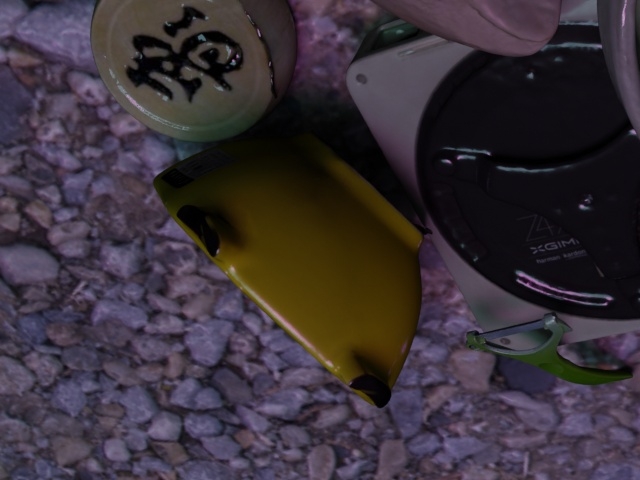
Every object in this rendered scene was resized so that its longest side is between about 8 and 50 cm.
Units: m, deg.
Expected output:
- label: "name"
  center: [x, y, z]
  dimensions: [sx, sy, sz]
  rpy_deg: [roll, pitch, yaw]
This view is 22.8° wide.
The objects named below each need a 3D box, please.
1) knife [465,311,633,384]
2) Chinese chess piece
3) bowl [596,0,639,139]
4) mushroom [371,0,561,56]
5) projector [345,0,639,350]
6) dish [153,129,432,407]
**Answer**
- label: "knife"
  center: [0.170, 0.086, 1.114]
  dimensions: [0.078, 0.023, 0.166]
  rpy_deg: [-10, 156, 35]
- label: "Chinese chess piece"
  center: [-0.087, -0.135, 1.085]
  dimensions: [0.144, 0.058, 0.144]
  rpy_deg: [10, 127, 13]
- label: "bowl"
  center: [0.284, -0.153, 0.820]
  dimensions: [0.307, 0.163, 0.307]
  rpy_deg: [-3, 119, -6]
- label: "mushroom"
  center: [0.004, -0.235, 0.930]
  dimensions: [0.350, 0.128, 0.128]
  rpy_deg: [35, 130, 3]
- label: "projector"
  center: [0.179, -0.049, 1.031]
  dimensions: [0.257, 0.079, 0.259]
  rpy_deg: [-14, 121, 30]
- label: "dish"
  center: [0.000, 0.000, 1.067]
  dimensions: [0.221, 0.262, 0.108]
  rpy_deg: [42, 91, -6]
